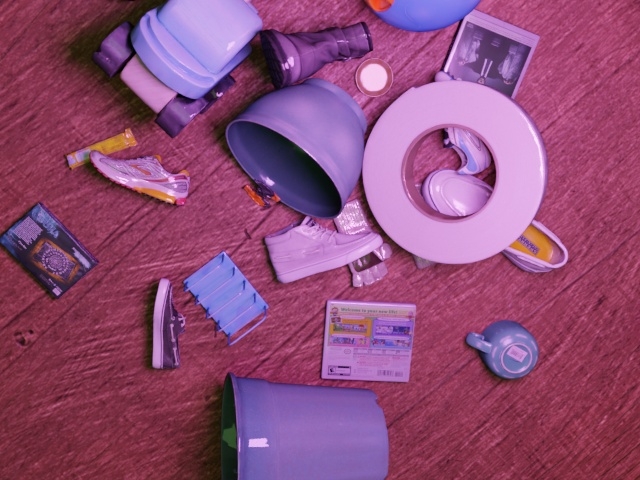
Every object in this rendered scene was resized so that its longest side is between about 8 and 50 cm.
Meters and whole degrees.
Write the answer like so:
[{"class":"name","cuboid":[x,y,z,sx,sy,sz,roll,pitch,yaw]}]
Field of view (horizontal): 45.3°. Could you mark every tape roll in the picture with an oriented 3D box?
[{"class":"tape roll","cuboid":[0.279,-0.145,1.621,0.392,0.072,0.391,5,102,23]}]

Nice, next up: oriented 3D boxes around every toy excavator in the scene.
[{"class":"toy excavator","cuboid":[-0.175,-0.468,1.531,0.445,0.433,0.222,-37,104,32]}]

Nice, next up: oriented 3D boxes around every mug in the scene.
[{"class":"mug","cuboid":[0.436,0.266,1.814,0.158,0.097,0.129,-17,103,-2]}]

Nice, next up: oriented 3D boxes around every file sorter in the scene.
[{"class":"file sorter","cuboid":[-0.213,0.132,1.728,0.118,0.104,0.170,-37,102,2]}]

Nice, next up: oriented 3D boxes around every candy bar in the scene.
[{"class":"candy bar","cuboid":[-0.484,-0.199,1.681,0.162,0.018,0.040,-22,99,0]}]

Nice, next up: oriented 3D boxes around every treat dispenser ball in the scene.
[{"class":"treat dispenser ball","cuboid":[0.204,-0.564,1.527,0.288,0.288,0.288,-1,102,-5]}]

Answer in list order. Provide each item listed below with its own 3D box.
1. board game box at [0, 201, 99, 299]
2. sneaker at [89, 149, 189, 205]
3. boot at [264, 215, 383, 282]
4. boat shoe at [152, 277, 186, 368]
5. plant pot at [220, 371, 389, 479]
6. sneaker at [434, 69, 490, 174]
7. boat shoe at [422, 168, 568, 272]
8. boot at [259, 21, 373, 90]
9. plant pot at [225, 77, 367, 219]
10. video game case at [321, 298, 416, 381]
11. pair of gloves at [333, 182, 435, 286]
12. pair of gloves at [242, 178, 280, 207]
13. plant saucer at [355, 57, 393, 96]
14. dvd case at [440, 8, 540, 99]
[{"class":"board game box","cuboid":[-0.605,0.023,1.711,0.126,0.026,0.186,-40,102,3]},{"class":"sneaker","cuboid":[-0.392,-0.151,1.674,0.225,0.088,0.092,20,89,-14]},{"class":"boot","cuboid":[0.000,0.000,1.708,0.258,0.095,0.123,-20,100,14]},{"class":"boat shoe","cuboid":[-0.342,0.190,1.747,0.070,0.078,0.219,4,109,-5]},{"class":"plant pot","cuboid":[-0.042,0.462,1.715,0.334,0.341,0.341,1,102,-14]},{"class":"sneaker","cuboid":[0.295,-0.255,1.668,0.086,0.085,0.237,-23,96,-4]},{"class":"boat shoe","cuboid":[0.400,-0.042,1.705,0.367,0.156,0.135,36,80,-10]},{"class":"boot","cuboid":[-0.001,-0.385,1.521,0.223,0.338,0.118,-15,107,-1]},{"class":"plant pot","cuboid":[-0.024,-0.214,1.606,0.293,0.293,0.196,40,69,-11]},{"class":"video game case","cuboid":[0.113,0.238,1.820,0.213,0.023,0.193,3,101,-5]},{"class":"pair of gloves","cuboid":[0.160,-0.013,1.763,0.240,0.042,0.204,-16,102,-2]},{"class":"pair of gloves","cuboid":[-0.132,-0.103,1.704,0.074,0.083,0.010,43,59,-16]},{"class":"plant saucer","cuboid":[0.119,-0.361,1.701,0.083,0.015,0.083,-1,101,-4]},{"class":"dvd case","cuboid":[0.361,-0.374,1.713,0.179,0.029,0.238,20,99,-8]}]
